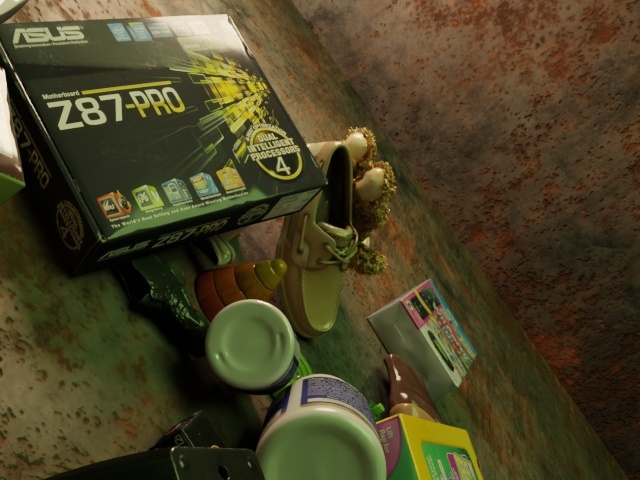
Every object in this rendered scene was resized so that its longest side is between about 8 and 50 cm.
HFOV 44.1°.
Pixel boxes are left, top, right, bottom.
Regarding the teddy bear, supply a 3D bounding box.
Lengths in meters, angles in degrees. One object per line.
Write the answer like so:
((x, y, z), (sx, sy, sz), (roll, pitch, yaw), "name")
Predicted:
((0.067, -0.055, 1.485), (0.113, 0.338, 0.245), (-14, 41, -26), "teddy bear")

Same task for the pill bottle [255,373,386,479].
((-0.001, 0.257, 1.004), (0.153, 0.153, 0.264), (56, 2, -2), "pill bottle")

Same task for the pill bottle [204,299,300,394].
((-0.083, 0.148, 1.048), (0.112, 0.112, 0.186), (61, -5, 14), "pill bottle")

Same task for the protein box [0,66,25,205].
((-0.381, -0.076, 0.610), (0.201, 0.200, 0.136), (29, 33, -53), "protein box")

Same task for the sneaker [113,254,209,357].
((-0.207, 0.080, 1.020), (0.089, 0.051, 0.170), (-9, 72, -58), "sneaker")

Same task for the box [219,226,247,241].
((-0.173, -0.106, 1.292), (0.182, 0.119, 0.181), (52, 19, -13), "box")

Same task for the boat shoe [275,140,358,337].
((0.000, 0.000, 1.353), (0.122, 0.110, 0.341), (-3, 91, -42), "boat shoe")

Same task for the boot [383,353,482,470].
((0.221, 0.350, 1.554), (0.248, 0.090, 0.207), (39, 27, -32), "boot")

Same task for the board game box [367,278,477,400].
((0.241, 0.222, 1.806), (0.224, 0.097, 0.303), (58, 18, 5), "board game box")

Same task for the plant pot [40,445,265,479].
((-0.134, 0.276, 0.698), (0.187, 0.167, 0.188), (27, 34, -56), "plant pot")

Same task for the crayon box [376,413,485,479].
((0.192, 0.467, 1.208), (0.313, 0.106, 0.363), (29, 39, -56), "crayon box")

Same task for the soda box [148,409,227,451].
((-0.119, 0.282, 0.896), (0.169, 0.053, 0.060), (57, 18, -1), "soda box")

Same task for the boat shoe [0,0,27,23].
((-0.448, -0.302, 0.993), (0.088, 0.096, 0.267), (52, 26, -20), "boat shoe")

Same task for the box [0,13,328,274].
((-0.215, -0.151, 1.075), (0.395, 0.097, 0.318), (-18, 71, -44), "box")

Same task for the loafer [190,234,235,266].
((-0.183, -0.008, 1.195), (0.125, 0.045, 0.039), (41, 28, 11), "loafer")

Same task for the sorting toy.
((-0.028, 0.162, 1.204), (0.365, 0.126, 0.127), (52, 19, -11), "sorting toy")
